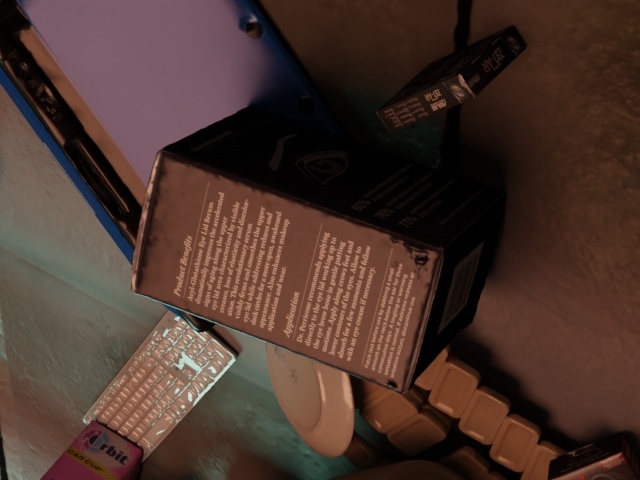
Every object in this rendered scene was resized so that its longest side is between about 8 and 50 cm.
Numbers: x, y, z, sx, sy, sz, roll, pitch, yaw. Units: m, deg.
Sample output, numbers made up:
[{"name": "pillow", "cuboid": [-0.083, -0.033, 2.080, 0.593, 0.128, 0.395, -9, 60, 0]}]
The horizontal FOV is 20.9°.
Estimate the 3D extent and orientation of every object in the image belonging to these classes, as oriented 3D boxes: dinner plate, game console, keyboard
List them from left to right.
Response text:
[{"name": "keyboard", "cuboid": [-0.151, 0.137, 1.590, 0.072, 0.014, 0.256, 45, 142, 2]}, {"name": "game console", "cuboid": [-0.117, -0.094, 1.350, 0.293, 0.173, 0.250, 56, 171, -11]}, {"name": "dinner plate", "cuboid": [-0.015, 0.108, 1.392, 0.141, 0.017, 0.141, 39, 136, 51]}]

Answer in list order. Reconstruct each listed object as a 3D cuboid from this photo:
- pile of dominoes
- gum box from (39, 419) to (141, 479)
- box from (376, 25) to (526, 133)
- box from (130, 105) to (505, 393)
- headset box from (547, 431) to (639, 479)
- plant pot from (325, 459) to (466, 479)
[{"name": "pile of dominoes", "cuboid": [0.125, 0.172, 1.370, 0.251, 0.040, 0.196, 42, 142, -7]}, {"name": "gum box", "cuboid": [-0.236, 0.276, 1.702, 0.062, 0.107, 0.188, 30, 142, 12]}, {"name": "box", "cuboid": [0.084, -0.104, 1.125, 0.083, 0.067, 0.018, -21, 108, 48]}, {"name": "box", "cuboid": [0.000, 0.000, 1.179, 0.207, 0.153, 0.108, 20, 112, 16]}, {"name": "headset box", "cuboid": [0.209, 0.184, 1.271, 0.062, 0.032, 0.083, -25, 107, 21]}, {"name": "plant pot", "cuboid": [0.017, 0.296, 1.381, 0.256, 0.256, 0.274, 47, 125, -1]}]
